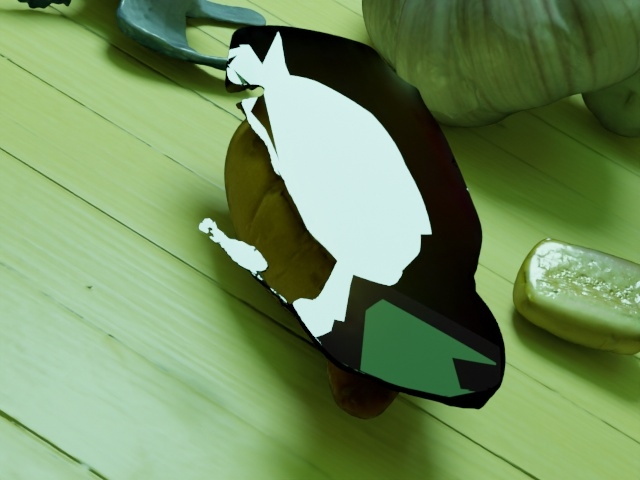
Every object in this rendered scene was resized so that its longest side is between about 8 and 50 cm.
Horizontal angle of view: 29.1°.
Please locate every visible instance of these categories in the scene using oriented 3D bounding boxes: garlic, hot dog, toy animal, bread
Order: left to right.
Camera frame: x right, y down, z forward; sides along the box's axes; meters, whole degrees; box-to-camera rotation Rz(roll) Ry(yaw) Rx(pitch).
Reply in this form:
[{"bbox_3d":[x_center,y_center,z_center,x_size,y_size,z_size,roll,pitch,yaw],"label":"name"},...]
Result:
[{"bbox_3d":[-0.152,-0.233,1.088,0.255,0.176,0.239,40,18,-51],"label":"toy animal"},{"bbox_3d":[0.006,-0.001,0.863,0.194,0.107,0.326,7,47,-10],"label":"hot dog"},{"bbox_3d":[0.184,-0.244,1.157,0.241,0.322,0.322,50,32,-14],"label":"garlic"},{"bbox_3d":[0.206,0.048,0.961,0.115,0.056,0.082,14,53,3],"label":"bread"}]

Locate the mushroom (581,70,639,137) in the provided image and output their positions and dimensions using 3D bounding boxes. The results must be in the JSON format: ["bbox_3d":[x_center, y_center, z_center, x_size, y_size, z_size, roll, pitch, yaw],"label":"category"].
[{"bbox_3d":[0.465,-0.244,1.305,0.315,0.315,0.356,38,26,17],"label":"mushroom"}]
